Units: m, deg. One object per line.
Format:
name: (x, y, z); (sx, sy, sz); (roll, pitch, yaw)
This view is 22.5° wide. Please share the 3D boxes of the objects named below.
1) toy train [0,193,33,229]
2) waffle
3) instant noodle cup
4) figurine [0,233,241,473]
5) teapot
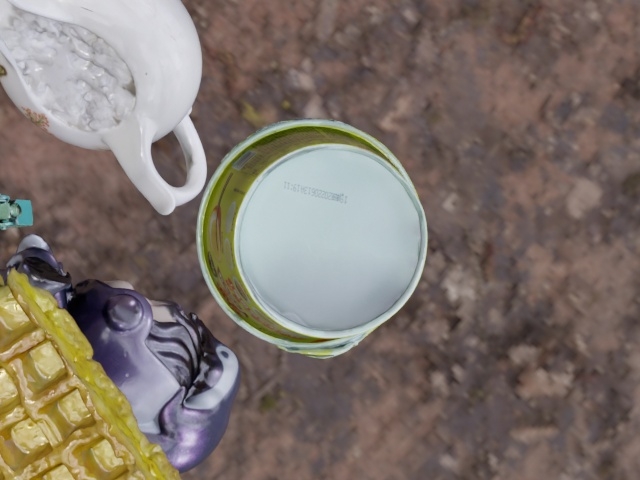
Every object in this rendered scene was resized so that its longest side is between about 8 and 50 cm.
toy train: (-0.266, -0.017, 1.225); (0.045, 0.092, 0.029); (6, 77, -70)
waffle: (-0.235, 0.146, 1.074); (0.219, 0.057, 0.229); (-34, 93, 13)
instant noodle cup: (0.000, 0.000, 1.983); (0.311, 0.221, 0.311); (0, 93, -6)
figurine: (-0.168, 0.098, 1.291); (0.222, 0.145, 0.145); (30, 100, -14)
teapot: (-0.206, -0.162, 1.495); (0.298, 0.139, 0.204); (43, 126, -17)
